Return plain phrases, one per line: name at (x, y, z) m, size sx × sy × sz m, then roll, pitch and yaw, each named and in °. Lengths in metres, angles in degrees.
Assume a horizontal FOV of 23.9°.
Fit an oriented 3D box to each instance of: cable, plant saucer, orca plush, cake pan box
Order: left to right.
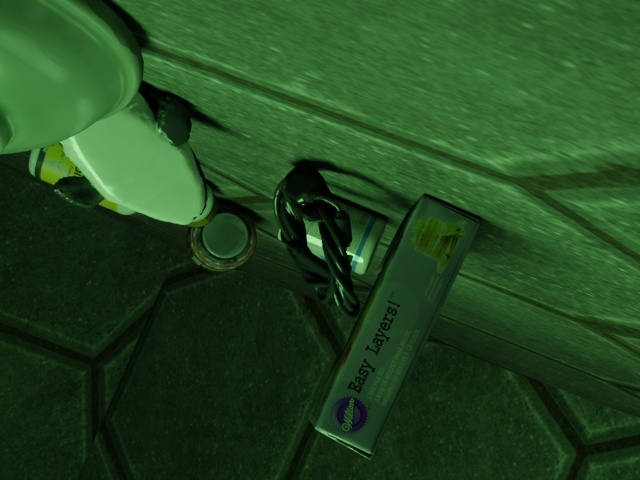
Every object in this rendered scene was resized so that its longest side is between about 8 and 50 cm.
plant saucer at (-0.344, -0.139, 1.192) m, size 0.401 × 0.100 × 0.400 m, roll 9°, pitch 164°, yaw 3°
orca plush at (-0.230, -0.122, 1.485) m, size 0.287 × 0.151 × 0.102 m, roll 23°, pitch -153°, yaw -28°
cable at (0.000, 0.000, 1.533) m, size 0.184 × 0.047 × 0.150 m, roll 29°, pitch 140°, yaw 69°
cake pan box at (0.069, 0.088, 1.511) m, size 0.070 × 0.245 × 0.267 m, roll 27°, pitch 176°, yaw 1°

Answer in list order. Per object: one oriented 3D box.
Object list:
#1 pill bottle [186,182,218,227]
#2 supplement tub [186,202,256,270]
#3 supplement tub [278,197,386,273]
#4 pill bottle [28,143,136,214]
pill bottle at (-0.182, -0.055, 2.150) m, size 0.065 × 0.065 × 0.116 m, roll 23°, pitch 176°, yaw 3°
supplement tub at (-0.153, -0.004, 2.343) m, size 0.106 × 0.106 × 0.198 m, roll 24°, pitch 174°, yaw -6°
supplement tub at (0.014, -0.012, 1.700) m, size 0.107 × 0.071 × 0.071 m, roll 22°, pitch 175°, yaw 6°
pill bottle at (-0.261, -0.094, 1.883) m, size 0.184 × 0.103 × 0.103 m, roll 23°, pitch 175°, yaw 0°
